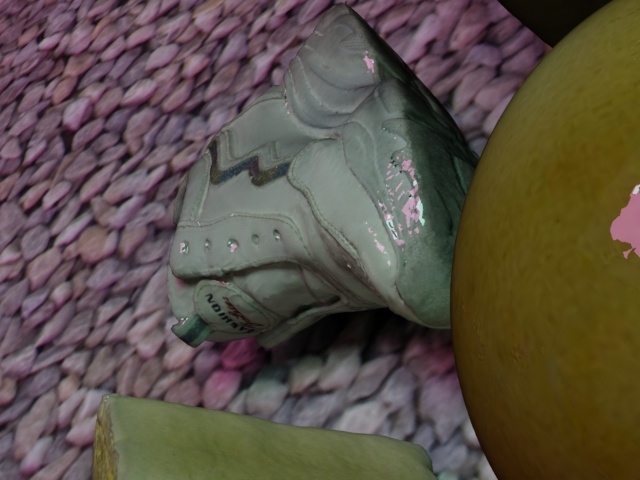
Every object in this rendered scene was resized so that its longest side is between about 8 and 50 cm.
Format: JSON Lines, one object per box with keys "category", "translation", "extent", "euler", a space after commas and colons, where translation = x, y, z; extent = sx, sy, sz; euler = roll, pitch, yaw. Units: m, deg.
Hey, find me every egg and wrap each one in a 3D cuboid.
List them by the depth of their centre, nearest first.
{"category": "egg", "translation": [0.179, 0.013, 0.796], "extent": [0.250, 0.250, 0.322], "euler": [-28, 27, 26]}

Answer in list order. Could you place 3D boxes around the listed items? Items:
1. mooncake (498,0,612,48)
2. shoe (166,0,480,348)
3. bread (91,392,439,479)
{"category": "mooncake", "translation": [0.127, -0.313, 1.088], "extent": [0.262, 0.467, 0.467], "euler": [-36, 29, 18]}
{"category": "shoe", "translation": [0.000, 0.000, 1.178], "extent": [0.210, 0.132, 0.342], "euler": [-44, 25, 8]}
{"category": "bread", "translation": [-0.023, 0.136, 0.973], "extent": [0.139, 0.178, 0.060], "euler": [-106, 30, -63]}
